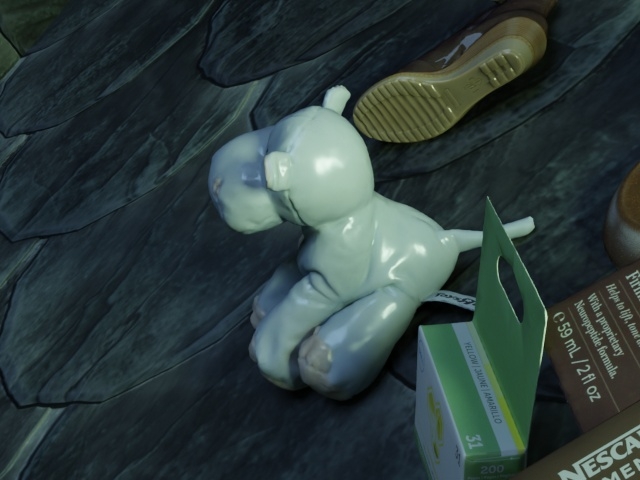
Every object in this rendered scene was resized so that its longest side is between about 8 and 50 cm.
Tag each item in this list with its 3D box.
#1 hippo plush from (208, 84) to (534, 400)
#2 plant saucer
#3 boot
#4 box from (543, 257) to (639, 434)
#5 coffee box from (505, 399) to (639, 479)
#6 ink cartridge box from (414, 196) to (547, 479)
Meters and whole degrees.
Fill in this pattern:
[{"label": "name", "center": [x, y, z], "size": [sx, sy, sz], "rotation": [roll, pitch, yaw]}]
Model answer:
[{"label": "hippo plush", "center": [0.000, 0.000, 1.178], "size": [0.294, 0.236, 0.234], "rotation": [-8, 40, 41]}, {"label": "plant saucer", "center": [0.340, -0.045, 1.083], "size": [0.198, 0.036, 0.199], "rotation": [-27, 30, 17]}, {"label": "boot", "center": [0.171, -0.217, 1.487], "size": [0.248, 0.090, 0.207], "rotation": [-20, 22, 30]}, {"label": "box", "center": [0.281, 0.103, 0.803], "size": [0.203, 0.167, 0.168], "rotation": [-31, 30, 11]}, {"label": "coffee box", "center": [0.220, 0.201, 0.651], "size": [0.141, 0.246, 0.098], "rotation": [-33, 30, 7]}, {"label": "ink cartridge box", "center": [0.116, 0.109, 0.919], "size": [0.056, 0.235, 0.171], "rotation": [-5, 31, -5]}]
